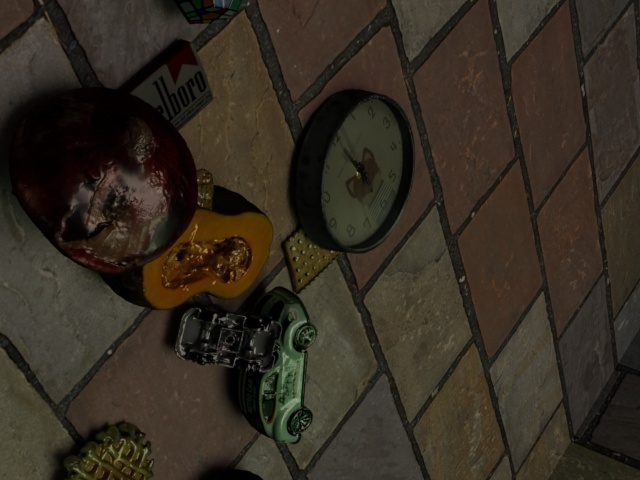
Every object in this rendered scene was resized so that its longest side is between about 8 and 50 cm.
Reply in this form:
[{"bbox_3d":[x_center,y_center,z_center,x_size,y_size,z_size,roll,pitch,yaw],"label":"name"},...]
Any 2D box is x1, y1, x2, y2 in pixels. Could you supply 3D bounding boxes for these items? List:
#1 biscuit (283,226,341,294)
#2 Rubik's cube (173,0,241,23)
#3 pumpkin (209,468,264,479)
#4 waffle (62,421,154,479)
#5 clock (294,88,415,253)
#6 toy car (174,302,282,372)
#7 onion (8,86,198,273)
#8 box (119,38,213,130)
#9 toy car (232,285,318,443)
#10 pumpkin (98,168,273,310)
[{"bbox_3d":[0.001,0.000,2.073,0.203,0.016,0.144,-45,137,-32],"label":"biscuit"},{"bbox_3d":[-0.174,-0.388,1.573,0.112,0.133,0.133,-34,138,-3],"label":"Rubik's cube"},{"bbox_3d":[-0.164,0.534,1.995,0.202,0.140,0.202,16,72,-62],"label":"pumpkin"},{"bbox_3d":[-0.356,0.413,1.751,0.208,0.054,0.214,-19,118,-52],"label":"waffle"},{"bbox_3d":[0.074,-0.132,2.046,0.325,0.067,0.325,-21,117,-49],"label":"clock"},{"bbox_3d":[-0.165,0.167,1.846,0.191,0.100,0.097,11,97,-21],"label":"toy car"},{"bbox_3d":[-0.281,-0.094,1.431,0.272,0.195,0.272,10,69,-27],"label":"onion"},{"bbox_3d":[-0.248,-0.216,1.620,0.177,0.036,0.115,-47,138,-30],"label":"box"},{"bbox_3d":[-0.095,0.241,1.960,0.125,0.136,0.306,-13,116,-35],"label":"toy car"},{"bbox_3d":[-0.213,-0.014,1.674,0.317,0.139,0.222,-2,110,-52],"label":"pumpkin"}]
